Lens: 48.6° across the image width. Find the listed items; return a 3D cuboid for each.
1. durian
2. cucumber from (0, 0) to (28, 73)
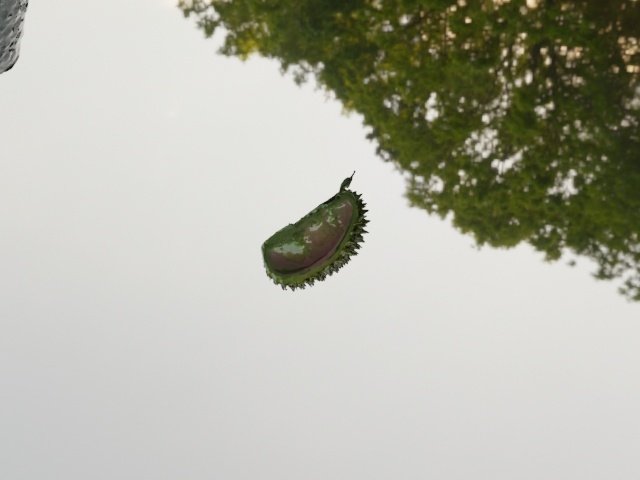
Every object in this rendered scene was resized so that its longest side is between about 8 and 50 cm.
[{"bbox_3d":[0.008,0.004,1.115,0.095,0.221,0.137,8,-128,-45],"label":"durian"},{"bbox_3d":[-0.187,-0.165,0.387,0.058,0.215,0.052,-32,-94,-33],"label":"cucumber"}]
